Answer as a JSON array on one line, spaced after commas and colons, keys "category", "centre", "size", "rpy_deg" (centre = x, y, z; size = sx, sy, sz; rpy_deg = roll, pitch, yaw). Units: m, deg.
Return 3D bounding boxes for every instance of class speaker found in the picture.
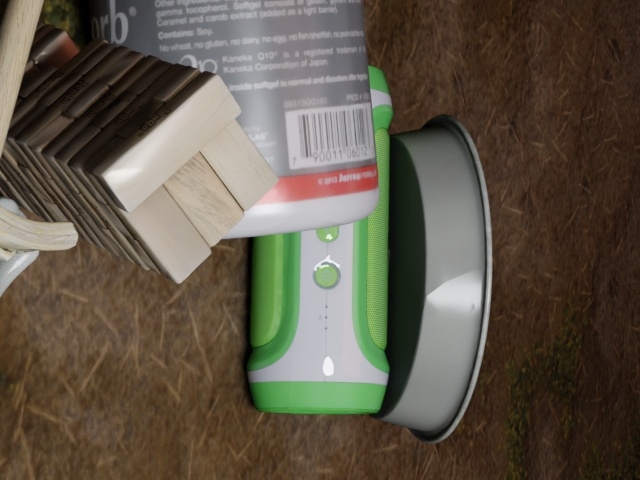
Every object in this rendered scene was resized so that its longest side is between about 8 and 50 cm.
[{"category": "speaker", "centre": [0.000, 0.000, 1.690], "size": [0.131, 0.131, 0.296], "rpy_deg": [12, 77, -60]}]

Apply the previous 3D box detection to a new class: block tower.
[{"category": "block tower", "centre": [-0.156, -0.068, 1.217], "size": [0.091, 0.335, 0.097], "rpy_deg": [-45, 122, -15]}]

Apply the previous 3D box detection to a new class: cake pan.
[{"category": "cake pan", "centre": [0.079, 0.033, 1.736], "size": [0.293, 0.054, 0.293], "rpy_deg": [-177, -90, -74]}]

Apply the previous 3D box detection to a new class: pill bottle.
[{"category": "pill bottle", "centre": [-0.072, -0.188, 1.489], "size": [0.210, 0.210, 0.363], "rpy_deg": [-12, 98, -61]}]

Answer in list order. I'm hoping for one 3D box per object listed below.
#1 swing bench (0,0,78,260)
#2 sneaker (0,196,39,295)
[{"category": "swing bench", "centre": [-0.275, -0.116, 1.070], "size": [0.165, 0.253, 0.255], "rpy_deg": [17, 72, -59]}, {"category": "sneaker", "centre": [-0.267, 0.046, 1.167], "size": [0.110, 0.118, 0.292], "rpy_deg": [65, 25, -16]}]
